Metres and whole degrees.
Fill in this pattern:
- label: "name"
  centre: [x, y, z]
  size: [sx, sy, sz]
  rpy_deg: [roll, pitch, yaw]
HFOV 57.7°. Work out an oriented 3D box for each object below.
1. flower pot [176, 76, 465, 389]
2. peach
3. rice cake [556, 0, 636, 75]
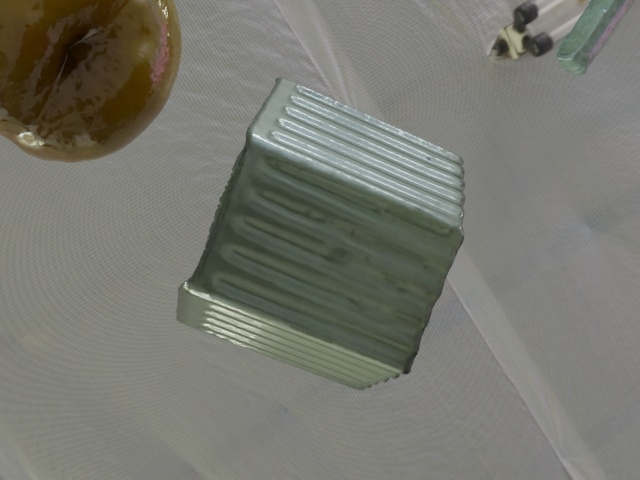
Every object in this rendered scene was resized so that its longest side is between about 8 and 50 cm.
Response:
- label: "flower pot"
  centre: [0.000, 0.000, 0.524]
  size: [0.189, 0.209, 0.240]
  rpy_deg: [23, -85, -6]
- label: "peach"
  centre: [-0.261, -0.203, 0.589]
  size: [0.251, 0.153, 0.251]
  rpy_deg: [-18, -43, -17]
- label: "rice cake"
  centre: [0.181, -0.155, 0.343]
  size: [0.022, 0.021, 0.121]
  rpy_deg: [23, -77, -41]
